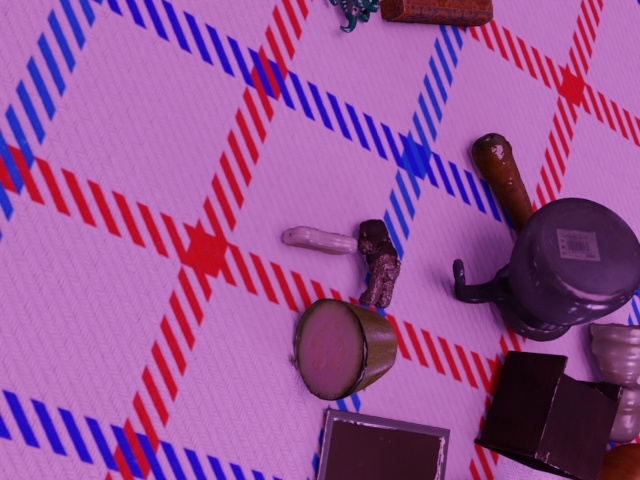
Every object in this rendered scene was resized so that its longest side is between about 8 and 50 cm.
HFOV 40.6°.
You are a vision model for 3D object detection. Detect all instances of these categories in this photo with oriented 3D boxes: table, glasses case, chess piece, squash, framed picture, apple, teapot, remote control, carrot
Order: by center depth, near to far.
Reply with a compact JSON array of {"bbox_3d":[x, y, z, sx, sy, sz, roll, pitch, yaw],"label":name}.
[{"bbox_3d":[0.043,0.178,1.442,0.123,0.170,0.170,2,82,-49],"label":"squash"},{"bbox_3d":[0.000,0.000,1.479,0.122,0.074,0.032,12,80,-30],"label":"remote control"},{"bbox_3d":[0.108,0.421,1.524,0.274,0.016,0.216,17,75,-28],"label":"framed picture"},{"bbox_3d":[0.407,0.090,1.606,0.305,0.285,0.223,-25,71,-21],"label":"teapot"},{"bbox_3d":[0.429,0.329,1.633,0.169,0.172,0.193,28,75,-25],"label":"table"},{"bbox_3d":[0.226,-0.443,1.666,0.218,0.075,0.049,-5,88,-31],"label":"glasses case"},{"bbox_3d":[0.386,-0.076,1.726,0.078,0.078,0.298,-36,108,-29],"label":"carrot"},{"bbox_3d":[0.639,0.510,1.738,0.235,0.173,0.210,31,75,-15],"label":"apple"},{"bbox_3d":[0.620,0.294,1.782,0.133,0.133,0.243,3,88,-30],"label":"chess piece"}]

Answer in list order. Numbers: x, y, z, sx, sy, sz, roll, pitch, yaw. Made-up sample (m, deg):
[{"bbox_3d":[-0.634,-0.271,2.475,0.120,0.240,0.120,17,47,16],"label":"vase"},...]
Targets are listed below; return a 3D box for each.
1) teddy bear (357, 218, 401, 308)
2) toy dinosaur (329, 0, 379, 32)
[{"bbox_3d":[0.108,0.037,1.528,0.119,0.078,0.160,13,69,-57],"label":"teddy bear"},{"bbox_3d":[0.052,-0.438,1.581,0.096,0.059,0.132,8,71,-21],"label":"toy dinosaur"}]
